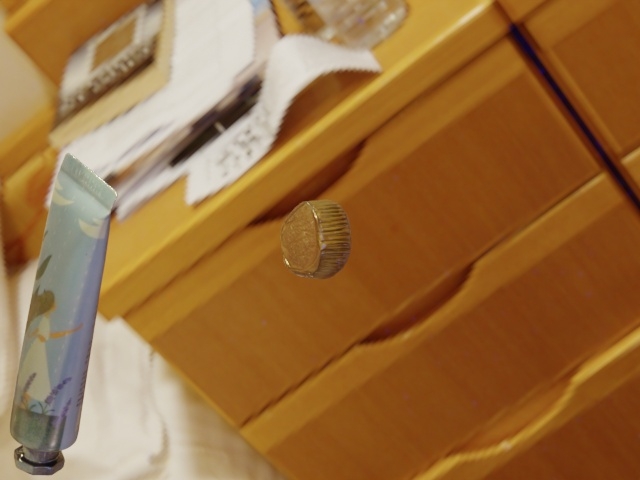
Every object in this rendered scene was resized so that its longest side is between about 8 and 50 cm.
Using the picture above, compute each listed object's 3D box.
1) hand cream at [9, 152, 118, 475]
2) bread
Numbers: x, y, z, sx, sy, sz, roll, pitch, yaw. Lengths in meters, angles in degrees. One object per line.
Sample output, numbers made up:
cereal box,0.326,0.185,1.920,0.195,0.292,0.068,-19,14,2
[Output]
hand cream,-0.214,0.068,1.098,0.091,0.058,0.271,37,121,47
bread,0.000,0.000,1.357,0.085,0.053,0.085,0,90,56
